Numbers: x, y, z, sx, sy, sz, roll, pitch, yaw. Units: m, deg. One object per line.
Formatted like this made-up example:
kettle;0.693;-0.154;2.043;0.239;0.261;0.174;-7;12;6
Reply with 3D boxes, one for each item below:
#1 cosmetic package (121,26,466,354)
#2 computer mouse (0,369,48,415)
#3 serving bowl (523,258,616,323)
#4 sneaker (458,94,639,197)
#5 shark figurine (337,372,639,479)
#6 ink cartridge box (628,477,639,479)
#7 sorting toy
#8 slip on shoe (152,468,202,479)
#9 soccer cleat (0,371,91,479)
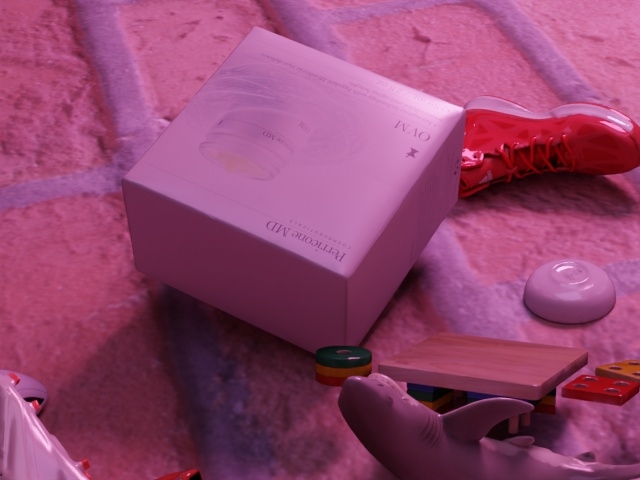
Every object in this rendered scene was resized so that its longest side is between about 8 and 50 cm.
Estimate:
cosmetic package;-0.020;-0.044;1.276;0.224;0.138;0.224;23;56;18
computer mouse;-0.311;0.155;1.176;0.106;0.042;0.193;19;41;34
serving bowl;0.226;0.040;1.286;0.083;0.027;0.083;-3;33;2
sneaker;0.211;-0.077;1.438;0.221;0.087;0.128;8;42;41
shark figurine;0.136;0.187;1.044;0.278;0.166;0.116;13;60;-3
ink cartridge box;0.342;0.258;0.811;0.395;0.166;0.285;-11;34;-8
sorting toy;0.140;0.116;1.138;0.275;0.046;0.132;5;10;26
slip on shoe;-0.109;0.209;0.978;0.331;0.123;0.101;4;64;5
soccer cleat;-0.241;0.165;1.103;0.076;0.068;0.196;-33;59;-27
